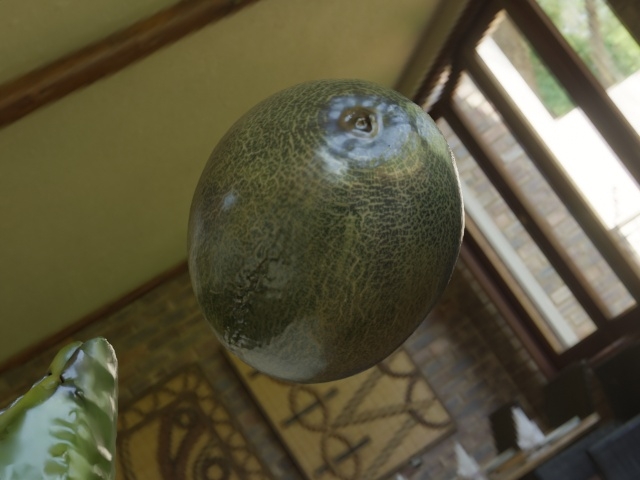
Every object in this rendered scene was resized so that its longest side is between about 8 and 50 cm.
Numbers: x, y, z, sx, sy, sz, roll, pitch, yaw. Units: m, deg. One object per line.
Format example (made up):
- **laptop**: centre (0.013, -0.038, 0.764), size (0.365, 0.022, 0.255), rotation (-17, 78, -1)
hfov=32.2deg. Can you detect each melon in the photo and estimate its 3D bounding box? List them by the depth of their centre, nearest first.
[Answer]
- **melon**: centre (0.000, 0.000, 0.402), size (0.098, 0.098, 0.130), rotation (-27, -28, -34)

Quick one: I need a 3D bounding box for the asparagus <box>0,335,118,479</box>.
- **asparagus**: centre (-0.128, 0.195, 0.380), size (0.128, 0.381, 0.108), rotation (-30, -50, 19)
